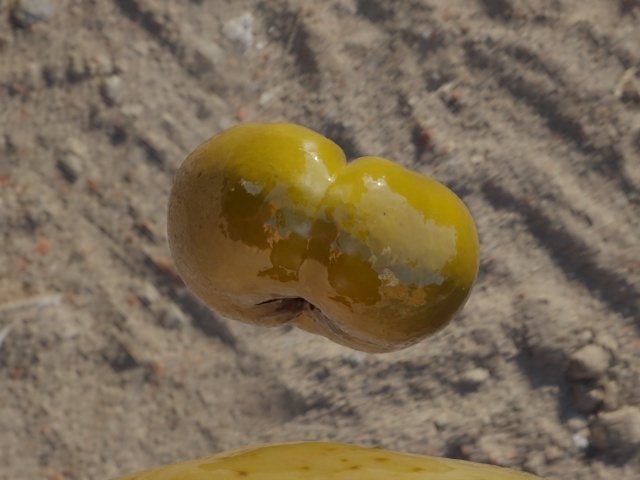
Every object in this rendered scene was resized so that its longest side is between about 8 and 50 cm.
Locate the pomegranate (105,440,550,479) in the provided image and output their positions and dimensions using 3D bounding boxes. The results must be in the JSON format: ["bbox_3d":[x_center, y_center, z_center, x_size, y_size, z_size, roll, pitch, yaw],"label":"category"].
[{"bbox_3d":[0.010,0.254,0.634,0.410,0.410,0.410,5,74,-19],"label":"pomegranate"}]

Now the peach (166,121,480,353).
[{"bbox_3d":[0.000,0.000,0.878,0.179,0.179,0.103,18,79,-15],"label":"peach"}]
